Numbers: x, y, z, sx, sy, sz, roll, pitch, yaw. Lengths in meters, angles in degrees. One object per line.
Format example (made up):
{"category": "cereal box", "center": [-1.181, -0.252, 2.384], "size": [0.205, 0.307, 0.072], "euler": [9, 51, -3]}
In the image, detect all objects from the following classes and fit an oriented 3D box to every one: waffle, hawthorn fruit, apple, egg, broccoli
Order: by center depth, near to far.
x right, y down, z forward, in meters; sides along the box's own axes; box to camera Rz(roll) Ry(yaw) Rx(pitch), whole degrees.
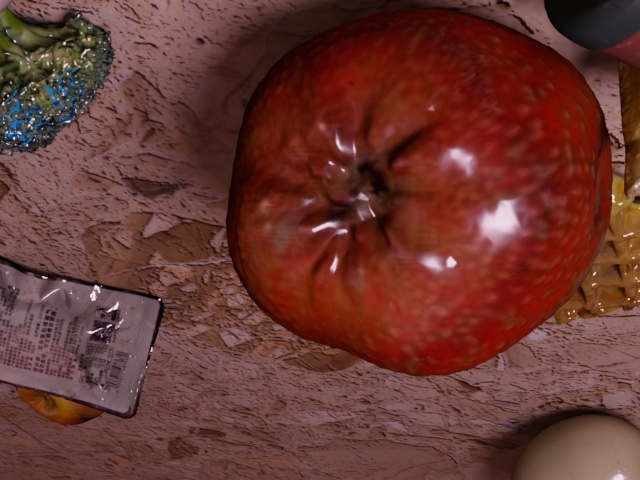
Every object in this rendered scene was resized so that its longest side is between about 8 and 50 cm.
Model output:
{"category": "waffle", "center": [0.263, -0.082, 0.700], "size": [0.125, 0.191, 0.032], "euler": [22, 141, -16]}
{"category": "hawthorn fruit", "center": [0.085, -0.045, 0.744], "size": [0.275, 0.300, 0.275], "euler": [23, 125, 36]}
{"category": "broccoli", "center": [-0.265, -0.148, 0.821], "size": [0.167, 0.154, 0.160], "euler": [-11, 101, 28]}
{"category": "waffle", "center": [0.223, 0.014, 0.973], "size": [0.253, 0.056, 0.249], "euler": [27, 143, -25]}
{"category": "egg", "center": [0.341, 0.319, 1.270], "size": [0.186, 0.186, 0.241], "euler": [16, 137, -8]}
{"category": "apple", "center": [-0.324, 0.171, 1.285], "size": [0.147, 0.146, 0.146], "euler": [7, 146, 5]}

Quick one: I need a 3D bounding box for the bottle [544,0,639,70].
{"category": "bottle", "center": [0.322, -0.131, 0.653], "size": [0.336, 0.144, 0.144], "euler": [23, 144, -18]}

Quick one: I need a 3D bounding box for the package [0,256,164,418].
{"category": "package", "center": [-0.320, 0.114, 1.198], "size": [0.239, 0.154, 0.030], "euler": [16, -178, -7]}

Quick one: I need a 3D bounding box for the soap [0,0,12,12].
{"category": "soap", "center": [-0.182, -0.258, 0.573], "size": [0.138, 0.182, 0.199], "euler": [35, 139, -29]}
